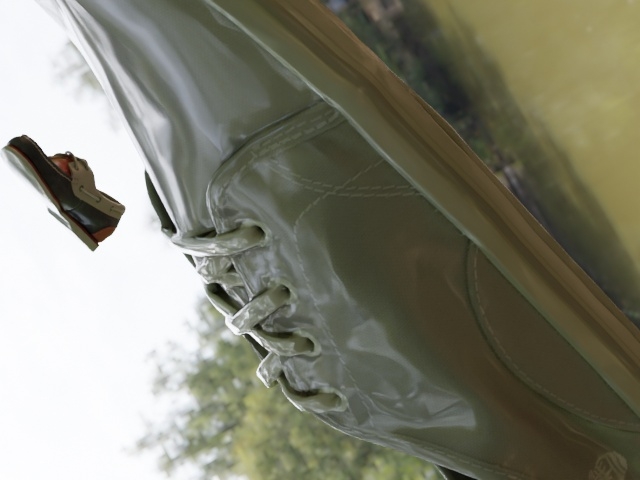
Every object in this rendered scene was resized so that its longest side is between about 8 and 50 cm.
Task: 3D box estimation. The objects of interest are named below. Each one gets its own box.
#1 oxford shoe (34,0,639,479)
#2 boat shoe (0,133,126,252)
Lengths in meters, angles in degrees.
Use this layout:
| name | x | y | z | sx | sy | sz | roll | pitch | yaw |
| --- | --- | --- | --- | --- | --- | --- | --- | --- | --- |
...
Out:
| name | x | y | z | sx | sy | sz | roll | pitch | yaw |
| --- | --- | --- | --- | --- | --- | --- | --- | --- | --- |
| oxford shoe | 0.000 | 0.000 | 0.624 | 0.449 | 0.130 | 0.169 | 44 | 172 | -19 |
| boat shoe | -0.176 | -0.039 | 0.955 | 0.049 | 0.043 | 0.137 | 38 | 169 | 30 |
